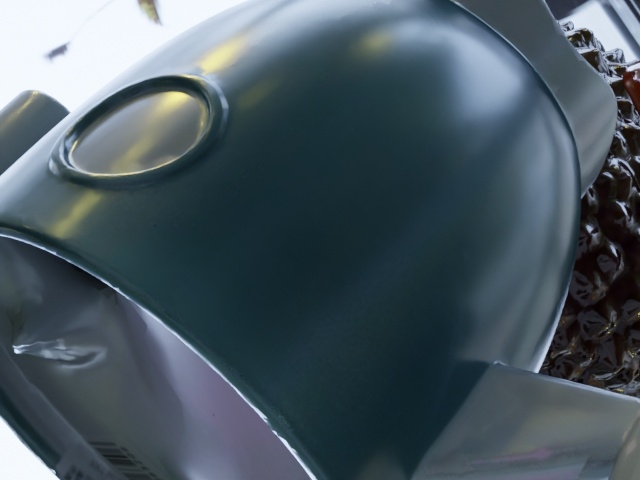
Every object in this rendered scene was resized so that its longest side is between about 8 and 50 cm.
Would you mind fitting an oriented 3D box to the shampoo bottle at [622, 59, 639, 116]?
[{"bbox_3d":[0.259,0.015,0.739,0.104,0.104,0.278,-27,-87,13],"label":"shampoo bottle"}]

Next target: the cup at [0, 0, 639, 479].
[{"bbox_3d":[0.000,0.000,0.438,0.300,0.173,0.167,19,-35,36],"label":"cup"}]

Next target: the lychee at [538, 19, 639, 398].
[{"bbox_3d":[0.114,0.002,0.960,0.306,0.306,0.330,17,-113,3],"label":"lychee"}]
